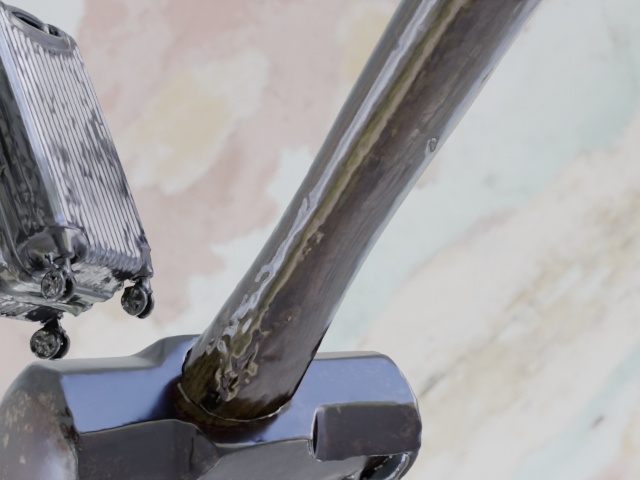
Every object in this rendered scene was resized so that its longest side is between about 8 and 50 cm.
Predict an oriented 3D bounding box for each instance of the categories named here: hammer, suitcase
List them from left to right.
[{"bbox_3d":[-0.114,-0.025,0.715,0.059,0.126,0.086,-25,-16,15],"label":"suitcase"},{"bbox_3d":[0.000,0.000,0.973,0.242,0.095,0.409,-4,-43,-39],"label":"hammer"}]
